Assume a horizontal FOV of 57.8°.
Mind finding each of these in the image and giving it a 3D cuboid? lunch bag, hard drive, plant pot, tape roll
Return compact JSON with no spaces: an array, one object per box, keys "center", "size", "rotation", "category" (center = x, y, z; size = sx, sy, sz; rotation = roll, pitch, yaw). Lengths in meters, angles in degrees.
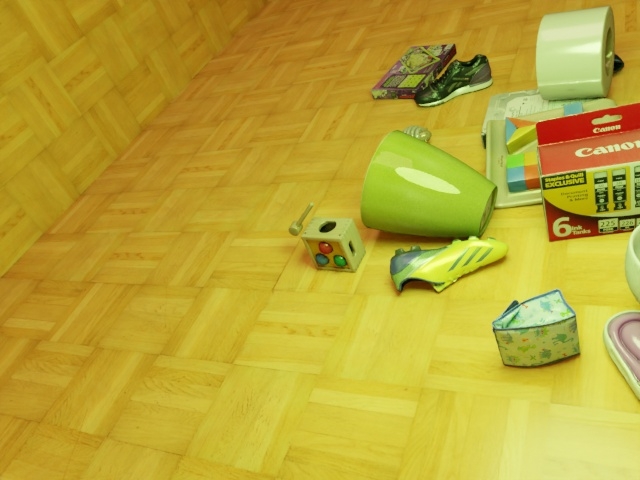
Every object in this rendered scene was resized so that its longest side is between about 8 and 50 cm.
[{"center":[0.423,0.183,1.151],"size":[0.151,0.129,0.096],"rotation":[-22,36,6],"category":"lunch bag"},{"center":[0.675,-0.382,1.754],"size":[0.339,0.064,0.237],"rotation":[-1,42,29],"category":"hard drive"},{"center":[0.296,-0.117,1.514],"size":[0.293,0.275,0.275],"rotation":[21,54,23],"category":"plant pot"},{"center":[0.727,-0.526,1.644],"size":[0.169,0.246,0.246],"rotation":[5,46,33],"category":"tape roll"}]

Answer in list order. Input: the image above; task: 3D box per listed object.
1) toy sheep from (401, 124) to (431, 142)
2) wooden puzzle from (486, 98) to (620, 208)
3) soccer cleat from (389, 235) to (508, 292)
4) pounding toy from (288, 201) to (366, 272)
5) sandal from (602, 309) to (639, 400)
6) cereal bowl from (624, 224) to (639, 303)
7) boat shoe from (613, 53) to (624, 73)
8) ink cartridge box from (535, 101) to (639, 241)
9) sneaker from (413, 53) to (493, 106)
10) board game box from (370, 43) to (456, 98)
[{"center":[0.301,-0.333,1.887],"size":[0.132,0.091,0.091],"rotation":[-9,37,41],"category":"toy sheep"},{"center":[0.621,-0.248,1.551],"size":[0.348,0.080,0.322],"rotation":[-5,54,23],"category":"wooden puzzle"},{"center":[0.314,0.064,1.415],"size":[0.289,0.093,0.121],"rotation":[-10,69,12],"category":"soccer cleat"},{"center":[-0.008,-0.007,1.578],"size":[0.206,0.181,0.094],"rotation":[3,45,32],"category":"pounding toy"},{"center":[0.629,0.254,0.973],"size":[0.169,0.102,0.416],"rotation":[-28,37,-4],"category":"sandal"},{"center":[0.729,0.090,1.051],"size":[0.339,0.141,0.339],"rotation":[-1,34,1],"category":"cereal bowl"},{"center":[0.824,-0.532,1.817],"size":[0.258,0.109,0.089],"rotation":[-26,37,1],"category":"boat shoe"},{"center":[0.659,-0.154,1.311],"size":[0.309,0.272,0.130],"rotation":[-8,40,21],"category":"ink cartridge box"},{"center":[0.459,-0.577,2.058],"size":[0.283,0.124,0.107],"rotation":[-19,37,8],"category":"sneaker"},{"center":[0.370,-0.667,2.284],"size":[0.208,0.056,0.347],"rotation":[15,51,35],"category":"board game box"}]
